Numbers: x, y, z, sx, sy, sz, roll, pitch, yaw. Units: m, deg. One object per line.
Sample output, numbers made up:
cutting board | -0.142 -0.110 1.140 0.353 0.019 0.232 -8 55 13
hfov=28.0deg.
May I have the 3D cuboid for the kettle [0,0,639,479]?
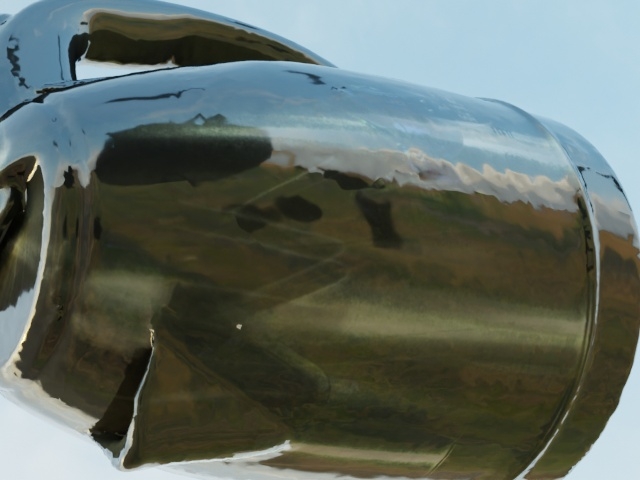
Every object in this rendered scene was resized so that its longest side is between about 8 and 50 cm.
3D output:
kettle | -0.041 -0.015 0.673 0.324 0.321 0.228 9 -43 -34
